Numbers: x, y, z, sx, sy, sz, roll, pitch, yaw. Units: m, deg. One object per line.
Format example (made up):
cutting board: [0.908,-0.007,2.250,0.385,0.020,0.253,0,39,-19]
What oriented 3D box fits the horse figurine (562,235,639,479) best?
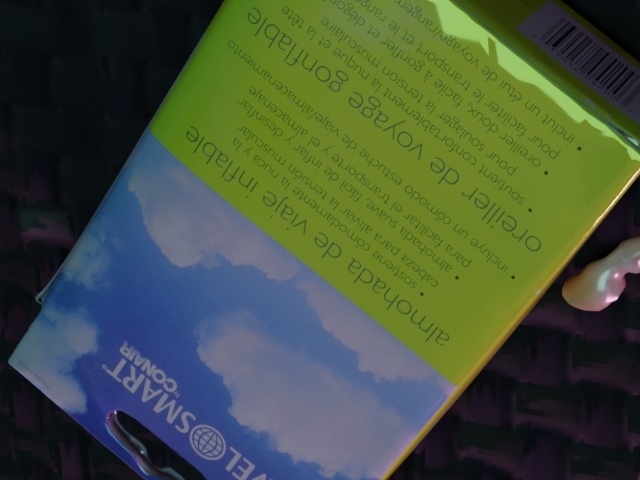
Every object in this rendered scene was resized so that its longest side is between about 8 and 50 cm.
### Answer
horse figurine: [0.170,0.052,0.414,0.263,0.066,0.174,51,130,0]

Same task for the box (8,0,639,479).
box: [0.000,0.000,0.487,0.109,0.042,0.178,40,124,6]
